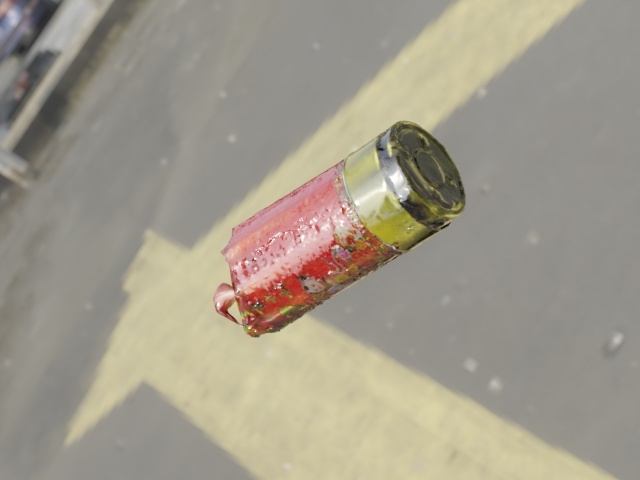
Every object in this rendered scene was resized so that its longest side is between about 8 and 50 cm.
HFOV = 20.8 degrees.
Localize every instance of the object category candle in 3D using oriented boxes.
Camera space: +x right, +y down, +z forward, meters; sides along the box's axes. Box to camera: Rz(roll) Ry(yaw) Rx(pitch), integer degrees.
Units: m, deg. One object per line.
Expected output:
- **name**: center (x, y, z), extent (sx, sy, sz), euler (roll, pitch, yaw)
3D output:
- **candle**: center (0.000, 0.000, 0.761), extent (0.130, 0.052, 0.052), euler (-33, 28, 30)
